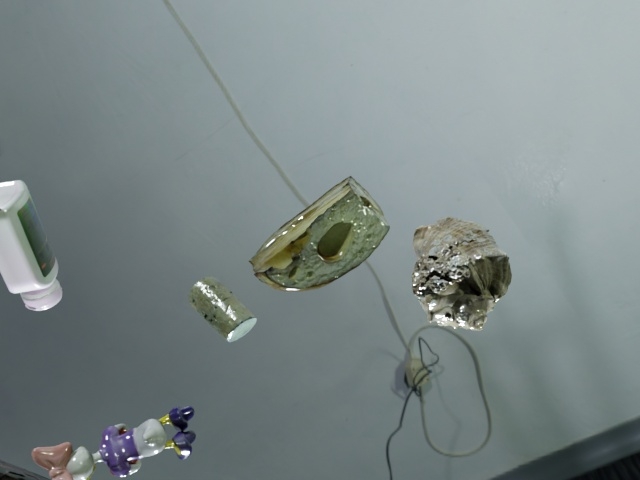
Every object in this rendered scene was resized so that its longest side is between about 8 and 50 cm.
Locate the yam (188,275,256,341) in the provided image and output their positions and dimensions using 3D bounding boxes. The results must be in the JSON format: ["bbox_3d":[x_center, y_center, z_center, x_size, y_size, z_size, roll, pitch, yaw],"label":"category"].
[{"bbox_3d":[-0.257,0.186,1.375,0.194,0.107,0.107,36,116,32],"label":"yam"}]

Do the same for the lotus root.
[{"bbox_3d":[0.004,0.005,1.150,0.314,0.210,0.142,-38,107,-1],"label":"lotus root"}]

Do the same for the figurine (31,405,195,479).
[{"bbox_3d":[-0.532,0.568,1.396,0.193,0.420,0.154,-45,61,54],"label":"figurine"}]

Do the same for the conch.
[{"bbox_3d":[0.248,0.050,0.956,0.178,0.245,0.163,-28,141,8],"label":"conch"}]

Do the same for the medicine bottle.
[{"bbox_3d":[-0.501,0.017,0.874,0.078,0.115,0.219,-11,124,-11],"label":"medicine bottle"}]

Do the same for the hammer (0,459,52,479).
[{"bbox_3d":[-0.537,0.318,0.745,0.408,0.095,0.242,3,142,38],"label":"hammer"}]
